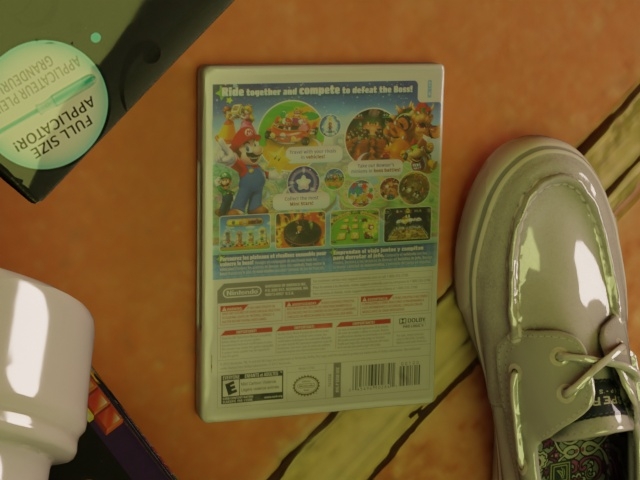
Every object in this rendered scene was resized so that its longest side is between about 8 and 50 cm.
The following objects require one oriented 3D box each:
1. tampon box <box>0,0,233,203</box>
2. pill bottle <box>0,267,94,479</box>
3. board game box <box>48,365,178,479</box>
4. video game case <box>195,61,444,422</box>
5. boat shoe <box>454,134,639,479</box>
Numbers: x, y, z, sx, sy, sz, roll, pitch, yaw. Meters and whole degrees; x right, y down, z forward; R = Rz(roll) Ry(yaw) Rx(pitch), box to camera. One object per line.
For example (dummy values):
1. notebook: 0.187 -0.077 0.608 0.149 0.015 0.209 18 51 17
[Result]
1. tampon box: -0.102 -0.111 0.439 0.120 0.101 0.161 -48 112 -6
2. pill bottle: -0.129 0.142 0.382 0.152 0.152 0.272 12 73 -22
3. board game box: -0.099 0.142 0.487 0.170 0.048 0.141 -36 80 -10
4. video game case: 0.000 0.000 0.549 0.087 0.011 0.122 -3 102 -20
5. boat shoe: 0.088 0.056 0.565 0.066 0.063 0.184 -3 102 -20
